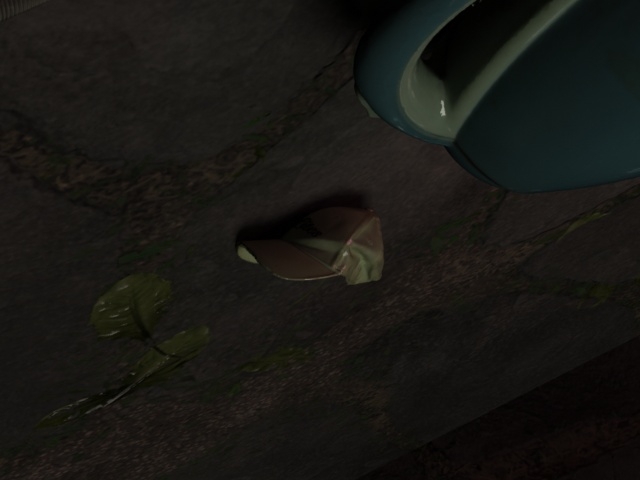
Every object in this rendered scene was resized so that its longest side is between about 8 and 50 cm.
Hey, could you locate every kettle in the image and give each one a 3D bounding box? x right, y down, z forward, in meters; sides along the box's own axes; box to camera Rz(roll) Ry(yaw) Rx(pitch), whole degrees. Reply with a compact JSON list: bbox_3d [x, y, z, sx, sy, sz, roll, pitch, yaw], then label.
[{"bbox_3d":[0.191,-0.162,0.836,0.319,0.247,0.342,7,149,-40],"label":"kettle"}]

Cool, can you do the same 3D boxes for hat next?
[{"bbox_3d":[-0.005,0.005,1.164,0.166,0.081,0.122,0,-174,-22],"label":"hat"}]

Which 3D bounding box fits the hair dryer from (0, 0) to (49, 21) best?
[{"bbox_3d":[-0.255,-0.125,0.638,0.220,0.053,0.195,-23,156,-12],"label":"hair dryer"}]
